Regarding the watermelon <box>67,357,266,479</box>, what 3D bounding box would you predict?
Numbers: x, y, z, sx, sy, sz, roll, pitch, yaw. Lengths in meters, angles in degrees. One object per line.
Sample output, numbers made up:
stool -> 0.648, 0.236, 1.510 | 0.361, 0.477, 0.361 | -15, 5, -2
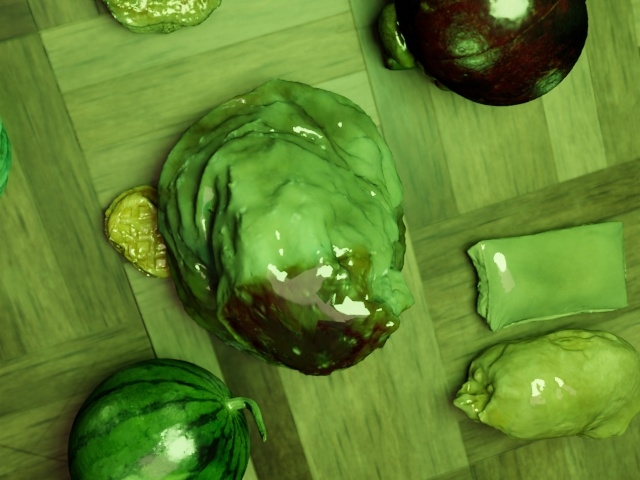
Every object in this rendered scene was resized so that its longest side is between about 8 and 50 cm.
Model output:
watermelon -> -0.164, 0.215, 0.838 | 0.215, 0.188, 0.188 | -36, 106, 9

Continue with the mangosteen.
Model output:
mangosteen -> 0.161, -0.243, 0.795 | 0.216, 0.216, 0.216 | -2, 102, -10

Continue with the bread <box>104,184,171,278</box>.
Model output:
bread -> -0.188, -0.008, 0.860 | 0.083, 0.044, 0.111 | -45, 108, 3

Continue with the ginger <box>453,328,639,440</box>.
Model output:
ginger -> 0.292, 0.178, 0.942 | 0.267, 0.138, 0.152 | 9, 106, -17

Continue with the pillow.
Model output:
pillow -> 0.285, 0.043, 0.953 | 0.208, 0.053, 0.119 | -10, 106, -11

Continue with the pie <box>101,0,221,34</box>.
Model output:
pie -> -0.161, -0.305, 0.785 | 0.163, 0.079, 0.193 | 23, 96, -24

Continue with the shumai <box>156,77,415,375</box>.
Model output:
shumai -> 0.000, 0.000, 0.768 | 0.309, 0.263, 0.304 | 37, 88, -24

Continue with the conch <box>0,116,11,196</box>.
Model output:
conch -> -0.401, -0.097, 0.755 | 0.202, 0.134, 0.196 | -29, 107, -2
